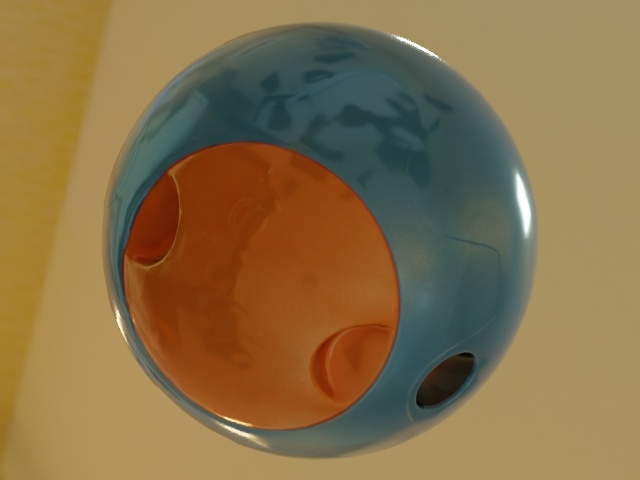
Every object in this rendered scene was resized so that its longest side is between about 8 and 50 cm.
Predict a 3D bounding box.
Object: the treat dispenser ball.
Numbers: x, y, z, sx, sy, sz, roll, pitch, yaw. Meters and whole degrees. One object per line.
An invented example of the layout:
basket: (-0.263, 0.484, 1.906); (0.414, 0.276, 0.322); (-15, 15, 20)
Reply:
treat dispenser ball: (0.000, 0.000, 1.203); (0.288, 0.288, 0.288); (-21, -114, 58)
